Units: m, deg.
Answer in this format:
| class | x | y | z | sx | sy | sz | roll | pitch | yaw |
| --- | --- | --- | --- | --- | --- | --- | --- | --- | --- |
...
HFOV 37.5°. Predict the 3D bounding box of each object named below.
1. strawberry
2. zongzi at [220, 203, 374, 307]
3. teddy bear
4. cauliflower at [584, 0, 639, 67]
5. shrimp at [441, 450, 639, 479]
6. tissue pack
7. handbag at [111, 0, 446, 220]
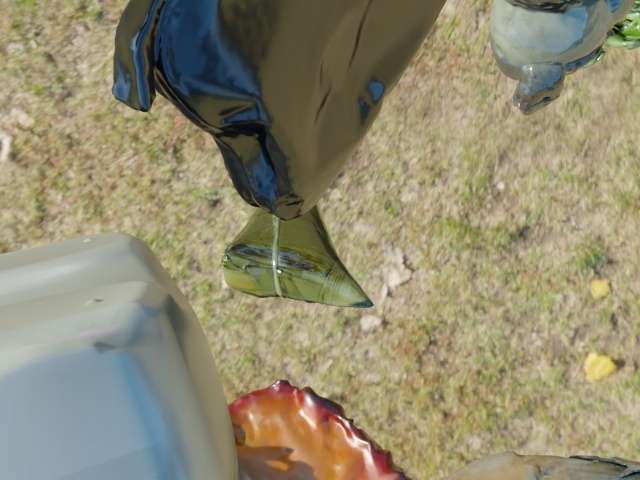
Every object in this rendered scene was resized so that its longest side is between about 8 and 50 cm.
| class | x | y | z | sx | sy | sz | roll | pitch | yaw |
| --- | --- | --- | --- | --- | --- | --- | --- | --- | --- |
| strawberry | -0.009 | 0.325 | 1.038 | 0.265 | 0.336 | 0.149 | -21 | 154 | -2 |
| zongzi | 0.000 | 0.000 | 0.660 | 0.113 | 0.104 | 0.052 | 9 | 139 | 22 |
| teddy bear | 0.222 | -0.252 | 0.901 | 0.144 | 0.251 | 0.171 | -19 | 66 | 4 |
| cauliflower | 0.357 | -0.340 | 1.222 | 0.272 | 0.275 | 0.250 | 9 | 125 | -18 |
| shrimp | 0.125 | 0.166 | 0.364 | 0.219 | 0.152 | 0.046 | 24 | 148 | 20 |
| tissue pack | -0.172 | 0.138 | 0.606 | 0.230 | 0.333 | 0.235 | -14 | 102 | -12 |
| handbag | 0.017 | -0.169 | 0.500 | 0.075 | 0.332 | 0.191 | 23 | 164 | 27 |
